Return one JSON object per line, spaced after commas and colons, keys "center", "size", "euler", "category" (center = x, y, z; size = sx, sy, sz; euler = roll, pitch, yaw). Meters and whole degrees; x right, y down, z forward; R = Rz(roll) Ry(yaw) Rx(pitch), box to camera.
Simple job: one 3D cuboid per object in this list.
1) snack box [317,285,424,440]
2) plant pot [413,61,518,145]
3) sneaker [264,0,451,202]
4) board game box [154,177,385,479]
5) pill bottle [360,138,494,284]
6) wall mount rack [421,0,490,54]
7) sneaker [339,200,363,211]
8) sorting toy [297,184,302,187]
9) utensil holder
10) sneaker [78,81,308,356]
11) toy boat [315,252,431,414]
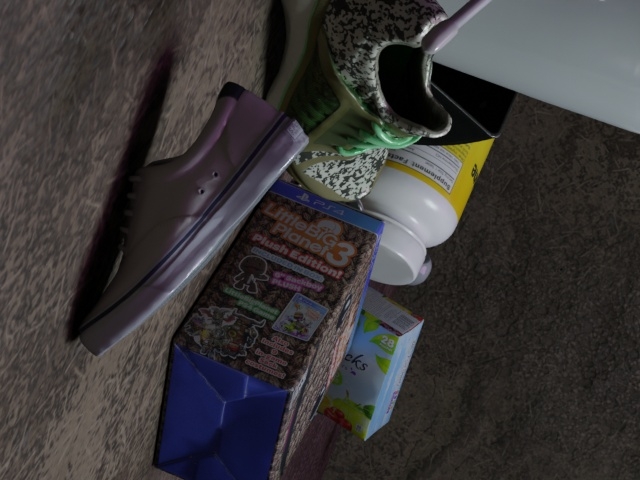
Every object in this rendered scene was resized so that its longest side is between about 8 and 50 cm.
{"center": [0.013, 0.129, 2.106], "size": [0.070, 0.207, 0.174], "euler": [-31, 146, -51], "category": "snack box"}
{"center": [0.135, -0.227, 2.055], "size": [0.167, 0.188, 0.187], "euler": [-23, -146, 52], "category": "plant pot"}
{"center": [0.050, -0.140, 1.646], "size": [0.158, 0.182, 0.410], "euler": [-30, 152, -18], "category": "sneaker"}
{"center": [-0.059, 0.118, 1.877], "size": [0.232, 0.141, 0.291], "euler": [103, 12, -45], "category": "board game box"}
{"center": [0.134, -0.112, 2.346], "size": [0.188, 0.188, 0.334], "euler": [92, 22, -67], "category": "pill bottle"}
{"center": [0.111, -0.319, 1.490], "size": [0.130, 0.350, 0.304], "euler": [-37, -175, 23], "category": "wall mount rack"}
{"center": [0.000, 0.000, 2.181], "size": [0.208, 0.081, 0.094], "euler": [-60, -160, 30], "category": "sneaker"}
{"center": [-0.040, -0.043, 2.023], "size": [0.062, 0.012, 0.083], "euler": [-62, 174, -7], "category": "sorting toy"}
{"center": [0.237, -0.324, 1.793], "size": [0.327, 0.385, 0.327], "euler": [21, 90, -82], "category": "utensil holder"}
{"center": [-0.122, -0.019, 1.339], "size": [0.258, 0.091, 0.094], "euler": [-48, 179, 8], "category": "sneaker"}
{"center": [0.060, 0.132, 2.635], "size": [0.267, 0.148, 0.318], "euler": [89, 25, -69], "category": "toy boat"}
